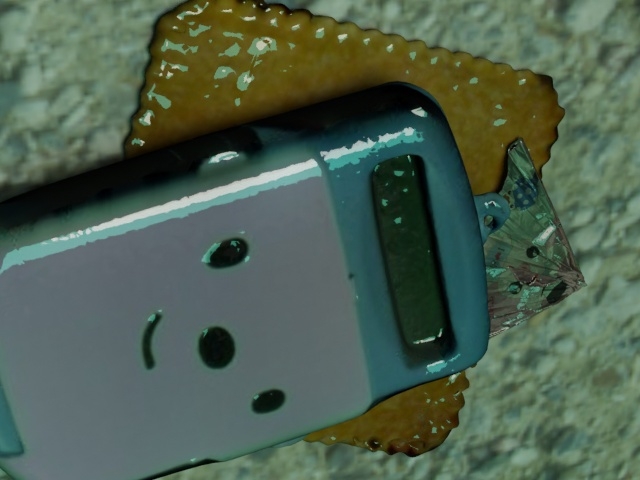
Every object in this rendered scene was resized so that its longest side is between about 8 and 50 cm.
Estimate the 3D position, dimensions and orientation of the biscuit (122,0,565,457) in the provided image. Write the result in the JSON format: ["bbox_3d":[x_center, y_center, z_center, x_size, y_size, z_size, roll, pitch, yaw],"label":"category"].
[{"bbox_3d":[0.000,0.000,0.800,0.236,0.013,0.232,11,106,-24],"label":"biscuit"}]

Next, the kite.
[{"bbox_3d":[0.084,0.009,0.825,0.156,0.011,0.139,17,101,-27],"label":"kite"}]

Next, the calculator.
[{"bbox_3d":[-0.041,0.029,0.755,0.293,0.051,0.173,-18,116,-10],"label":"calculator"}]
